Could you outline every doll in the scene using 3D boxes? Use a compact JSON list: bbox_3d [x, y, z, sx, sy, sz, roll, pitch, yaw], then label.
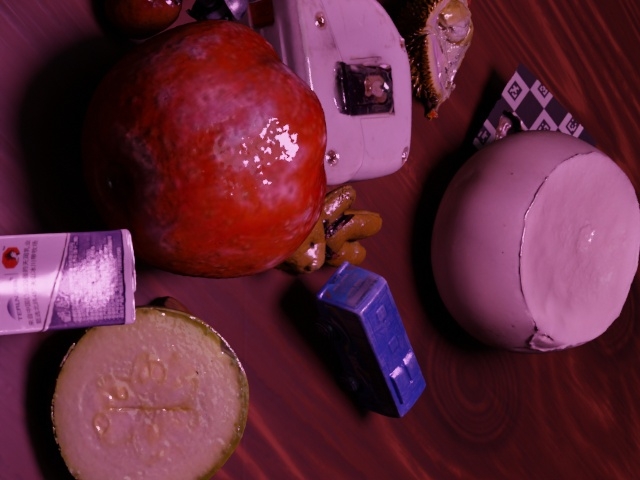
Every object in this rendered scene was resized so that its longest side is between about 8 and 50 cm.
[{"bbox_3d":[0.000,0.000,1.811,0.209,0.137,0.097,3,44,-44],"label":"doll"}]

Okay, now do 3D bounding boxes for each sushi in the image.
[{"bbox_3d":[0.301,-0.135,2.225,0.215,0.050,0.192,41,74,-34],"label":"sushi"}]

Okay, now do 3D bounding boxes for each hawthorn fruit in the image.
[{"bbox_3d":[-0.192,-0.267,1.638,0.081,0.093,0.081,6,82,-46],"label":"hawthorn fruit"},{"bbox_3d":[-0.124,-0.096,1.596,0.284,0.284,0.284,5,83,-49],"label":"hawthorn fruit"}]

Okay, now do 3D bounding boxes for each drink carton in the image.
[{"bbox_3d":[-0.309,0.042,1.451,0.222,0.134,0.102,-2,90,-49],"label":"drink carton"}]

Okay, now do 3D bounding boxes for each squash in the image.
[{"bbox_3d":[-0.183,0.175,1.573,0.219,0.041,0.219,-3,99,-18],"label":"squash"}]

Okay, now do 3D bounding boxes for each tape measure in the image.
[{"bbox_3d":[0.008,-0.198,1.839,0.265,0.130,0.258,-11,93,-49],"label":"tape measure"}]

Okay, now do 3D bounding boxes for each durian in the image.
[{"bbox_3d":[0.153,-0.262,2.043,0.146,0.102,0.208,-42,141,-39],"label":"durian"}]

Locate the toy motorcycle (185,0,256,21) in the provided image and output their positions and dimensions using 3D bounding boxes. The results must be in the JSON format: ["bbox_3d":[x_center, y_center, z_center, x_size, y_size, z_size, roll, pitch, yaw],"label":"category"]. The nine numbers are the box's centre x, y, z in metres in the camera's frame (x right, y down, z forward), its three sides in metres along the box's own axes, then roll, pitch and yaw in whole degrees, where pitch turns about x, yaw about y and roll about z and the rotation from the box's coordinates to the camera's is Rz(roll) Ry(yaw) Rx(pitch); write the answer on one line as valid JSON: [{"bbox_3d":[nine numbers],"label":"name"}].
[{"bbox_3d":[-0.085,-0.342,1.684,0.091,0.157,0.263,51,20,-36],"label":"toy motorcycle"}]

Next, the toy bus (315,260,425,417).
[{"bbox_3d":[0.064,0.134,1.869,0.079,0.094,0.236,-44,137,-21],"label":"toy bus"}]

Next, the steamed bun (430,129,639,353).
[{"bbox_3d":[0.295,0.002,2.084,0.324,0.206,0.324,-5,98,-42],"label":"steamed bun"}]

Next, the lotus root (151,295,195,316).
[{"bbox_3d":[-0.155,0.142,1.655,0.159,0.095,0.135,-47,117,-47],"label":"lotus root"}]

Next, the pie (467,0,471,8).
[{"bbox_3d":[0.172,-0.407,2.100,0.182,0.049,0.182,13,73,-51],"label":"pie"}]
